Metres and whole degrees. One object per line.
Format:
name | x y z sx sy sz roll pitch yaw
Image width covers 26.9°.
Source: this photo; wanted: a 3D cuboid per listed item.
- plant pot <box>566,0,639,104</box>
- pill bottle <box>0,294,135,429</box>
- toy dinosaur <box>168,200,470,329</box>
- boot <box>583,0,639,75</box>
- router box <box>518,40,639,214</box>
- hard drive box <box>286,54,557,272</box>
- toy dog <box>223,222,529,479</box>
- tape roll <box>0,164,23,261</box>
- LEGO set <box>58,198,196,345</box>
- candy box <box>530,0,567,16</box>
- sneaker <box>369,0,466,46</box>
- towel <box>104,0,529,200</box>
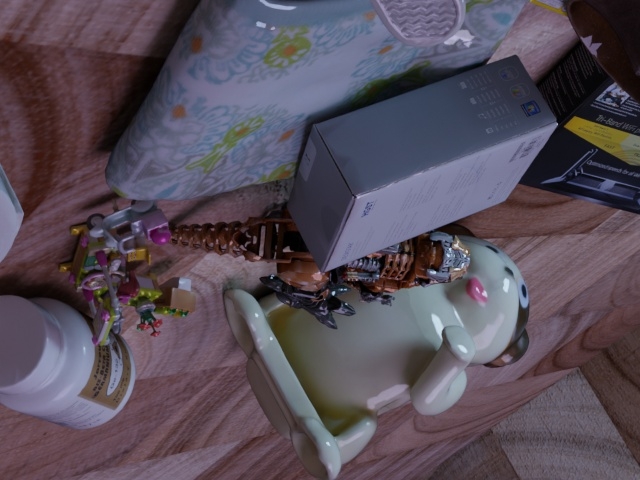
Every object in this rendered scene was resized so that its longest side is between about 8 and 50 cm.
plant pot | 0.414 -0.255 1.392 0.230 0.215 0.215 -45 160 0
pill bottle | -0.306 0.134 1.504 0.131 0.131 0.229 -30 160 4
toy dinosaur | 0.000 0.000 1.520 0.164 0.322 0.218 -64 -179 -5
boot | 0.349 -0.273 1.281 0.249 0.206 0.090 -23 160 -16
router box | 0.410 -0.148 1.725 0.309 0.081 0.243 12 139 -33
hard drive box | 0.098 -0.075 1.358 0.232 0.089 0.181 -21 161 -20
toy dog | 0.111 0.144 1.889 0.408 0.284 0.395 -27 161 -12
tape roll | -0.393 -0.009 1.079 0.286 0.100 0.286 -25 160 -10
LEGO set | -0.207 0.064 1.473 0.132 0.107 0.287 -19 156 -5
candy box | 0.304 -0.285 1.459 0.105 0.027 0.206 -43 157 25
sneaker | 0.030 -0.282 1.017 0.094 0.151 0.256 -21 129 16
towel | 0.011 -0.164 1.267 0.375 0.090 0.320 -14 155 -36
